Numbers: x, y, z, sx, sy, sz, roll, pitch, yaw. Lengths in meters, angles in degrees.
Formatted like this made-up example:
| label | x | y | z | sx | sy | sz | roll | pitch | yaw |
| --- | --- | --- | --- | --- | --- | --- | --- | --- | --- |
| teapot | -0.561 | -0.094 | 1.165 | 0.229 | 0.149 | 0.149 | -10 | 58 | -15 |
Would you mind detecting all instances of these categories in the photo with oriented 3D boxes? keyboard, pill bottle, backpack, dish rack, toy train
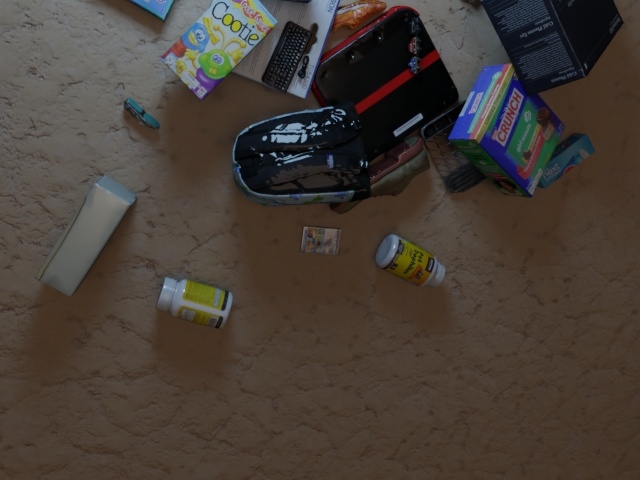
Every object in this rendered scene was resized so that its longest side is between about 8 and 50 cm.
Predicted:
| label | x | y | z | sx | sy | sz | roll | pitch | yaw |
| --- | --- | --- | --- | --- | --- | --- | --- | --- | --- |
| keyboard | -0.080 | -0.500 | 1.519 | 0.108 | 0.023 | 0.180 | 23 | 100 | -18 |
| pill bottle | 0.293 | 0.073 | 1.769 | 0.214 | 0.117 | 0.117 | 26 | 98 | -17 |
| backpack | -0.073 | -0.219 | 1.543 | 0.355 | 0.273 | 0.290 | -12 | 88 | -22 |
| dish rack | 0.445 | -0.289 | 1.729 | 0.208 | 0.074 | 0.272 | -32 | 109 | -2 |
| pill bottle | -0.380 | 0.186 | 1.655 | 0.208 | 0.119 | 0.119 | 19 | 100 | -16 |
| toy train | 0.271 | -0.560 | 1.588 | 0.036 | 0.027 | 0.158 | -7 | 108 | -8 |

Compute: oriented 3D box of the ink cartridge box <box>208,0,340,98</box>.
| label | x | y | z | sx | sy | sz | roll | pitch | yaw |
| --- | --- | --- | --- | --- | --- | --- | --- | --- | --- |
| ink cartridge box | -0.143 | -0.602 | 1.523 | 0.330 | 0.071 | 0.324 | 17 | 100 | -18 |

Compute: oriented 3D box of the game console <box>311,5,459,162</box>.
| label | x | y | z | sx | sy | sz | roll | pitch | yaw |
| --- | --- | --- | --- | --- | --- | --- | --- | --- | --- |
| game console | 0.189 | -0.466 | 1.643 | 0.386 | 0.060 | 0.342 | -35 | 112 | -1 |

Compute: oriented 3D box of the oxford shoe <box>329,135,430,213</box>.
| label | x | y | z | sx | sy | sz | roll | pitch | yaw |
| --- | --- | --- | --- | --- | --- | --- | --- | --- | --- |
| oxford shoe | 0.191 | -0.171 | 1.683 | 0.348 | 0.123 | 0.130 | -35 | 115 | 1 |

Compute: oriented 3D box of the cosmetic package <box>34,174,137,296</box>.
| label | x | y | z | sx | sy | sz | roll | pitch | yaw |
| --- | --- | --- | --- | --- | --- | --- | --- | --- | --- |
| cosmetic package | -0.645 | -0.015 | 1.525 | 0.113 | 0.160 | 0.309 | 32 | 95 | -17 |

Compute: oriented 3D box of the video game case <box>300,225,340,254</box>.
| label | x | y | z | sx | sy | sz | roll | pitch | yaw |
| --- | --- | --- | --- | --- | --- | --- | --- | --- | --- |
| video game case | 0.000 | 0.000 | 1.743 | 0.122 | 0.011 | 0.087 | 5 | 104 | -13 |

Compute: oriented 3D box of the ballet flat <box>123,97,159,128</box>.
| label | x | y | z | sx | sy | sz | roll | pitch | yaw |
| --- | --- | --- | --- | --- | --- | --- | --- | --- | --- |
| ballet flat | -0.503 | -0.347 | 1.535 | 0.041 | 0.041 | 0.114 | -46 | 108 | 2 |

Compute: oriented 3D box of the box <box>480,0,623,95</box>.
| label | x | y | z | sx | sy | sz | roll | pitch | yaw |
| --- | --- | --- | --- | --- | --- | --- | --- | --- | --- |
| box | 0.662 | -0.644 | 1.551 | 0.343 | 0.179 | 0.313 | -47 | 111 | -30 |

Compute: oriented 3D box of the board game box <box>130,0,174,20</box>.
| label | x | y | z | sx | sy | sz | roll | pitch | yaw |
| --- | --- | --- | --- | --- | --- | --- | --- | --- | --- |
| board game box | -0.472 | -0.703 | 1.437 | 0.210 | 0.047 | 0.160 | 27 | 97 | -17 |

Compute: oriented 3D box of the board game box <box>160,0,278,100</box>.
| label | x | y | z | sx | sy | sz | roll | pitch | yaw |
| --- | --- | --- | --- | --- | --- | --- | --- | --- | --- |
| board game box | -0.261 | -0.510 | 1.411 | 0.275 | 0.142 | 0.144 | -45 | 110 | 2 |

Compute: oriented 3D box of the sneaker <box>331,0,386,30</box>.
| label | x | y | z | sx | sy | sz | roll | pitch | yaw |
| --- | --- | --- | --- | --- | --- | --- | --- | --- | --- |
| sneaker | 0.106 | -0.649 | 1.577 | 0.175 | 0.064 | 0.067 | -16 | 127 | -2 |

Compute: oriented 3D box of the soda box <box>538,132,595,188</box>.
| label | x | y | z | sx | sy | sz | roll | pitch | yaw |
| --- | --- | --- | --- | --- | --- | --- | --- | --- | --- |
| soda box | 0.792 | -0.265 | 1.812 | 0.210 | 0.067 | 0.071 | -36 | 109 | 0 |

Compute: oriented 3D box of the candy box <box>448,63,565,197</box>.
| label | x | y | z | sx | sy | sz | roll | pitch | yaw |
| --- | --- | --- | --- | --- | --- | --- | --- | --- | --- |
| candy box | 0.567 | -0.326 | 1.656 | 0.317 | 0.122 | 0.268 | 33 | 79 | -29 |

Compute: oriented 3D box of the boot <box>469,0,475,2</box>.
| label | x | y | z | sx | sy | sz | roll | pitch | yaw |
| --- | --- | --- | --- | --- | --- | --- | --- | --- | --- |
| boot | 0.418 | -0.771 | 1.605 | 0.158 | 0.059 | 0.085 | 33 | 101 | -19 |
